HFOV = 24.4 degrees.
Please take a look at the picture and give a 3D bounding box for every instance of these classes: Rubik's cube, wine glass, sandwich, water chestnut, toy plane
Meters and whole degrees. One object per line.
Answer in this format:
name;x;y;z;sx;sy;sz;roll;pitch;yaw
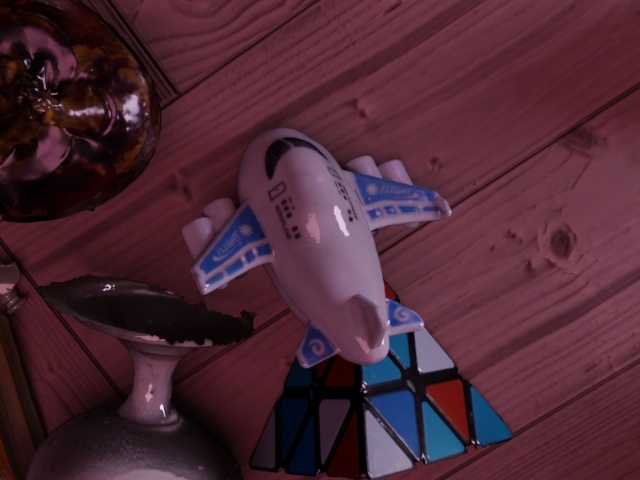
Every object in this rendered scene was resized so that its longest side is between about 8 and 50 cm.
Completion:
Rubik's cube;0.047;0.152;1.449;0.284;0.234;0.250;-3;107;5
wine glass;-0.187;0.218;1.493;0.238;0.238;0.322;9;99;1
sandwich;-0.327;0.171;1.546;0.113;0.079;0.163;-37;101;32
water chestnut;-0.267;-0.125;1.389;0.224;0.238;0.223;1;96;4
toy plane;-0.001;0.002;1.420;0.267;0.266;0.122;15;148;-1

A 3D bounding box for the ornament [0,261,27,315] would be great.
ornament;-0.345;0.037;1.539;0.068;0.041;0.092;-10;106;4
